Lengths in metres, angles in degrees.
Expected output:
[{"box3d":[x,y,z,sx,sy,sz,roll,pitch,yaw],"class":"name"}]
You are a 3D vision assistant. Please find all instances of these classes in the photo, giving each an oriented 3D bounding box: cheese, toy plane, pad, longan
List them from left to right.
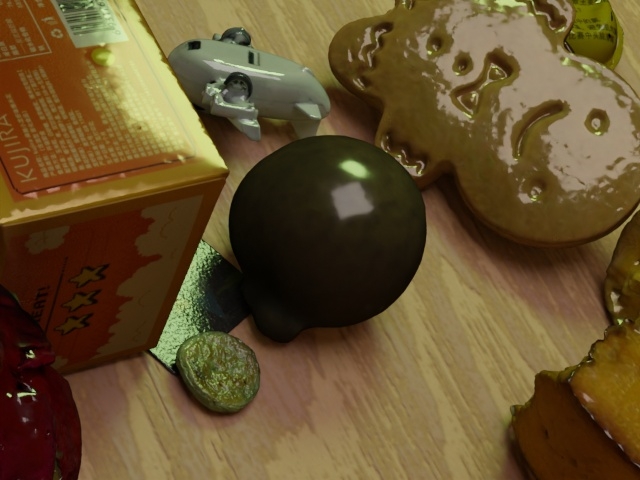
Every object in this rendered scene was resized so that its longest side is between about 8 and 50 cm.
[{"box3d":[-0.166,0.020,1.527,0.211,0.003,0.143,40,48,9],"class":"pad"},{"box3d":[-0.073,-0.154,1.660,0.174,0.080,0.174,17,30,-10],"class":"toy plane"},{"box3d":[0.000,0.000,1.526,0.184,0.159,0.204,26,84,16],"class":"longan"},{"box3d":[0.292,-0.217,1.893,0.156,0.064,0.250,-1,64,-25],"class":"cheese"}]

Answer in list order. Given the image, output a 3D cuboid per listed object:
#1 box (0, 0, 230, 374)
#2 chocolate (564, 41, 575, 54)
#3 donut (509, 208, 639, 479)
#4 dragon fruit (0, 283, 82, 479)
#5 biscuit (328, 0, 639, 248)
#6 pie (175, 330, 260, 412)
[{"box3d":[-0.252,-0.064,1.378,0.213,0.259,0.284,-12,59,-30],"class":"box"},{"box3d":[0.224,-0.163,1.781,0.127,0.124,0.133,-2,71,-41],"class":"chocolate"},{"box3d":[0.391,0.162,1.572,0.377,0.163,0.435,40,46,8],"class":"donut"},{"box3d":[-0.323,0.143,1.139,0.329,0.329,0.329,13,49,-16],"class":"dragon fruit"},{"box3d":[0.182,-0.142,1.701,0.275,0.052,0.355,-43,77,-9],"class":"biscuit"},{"box3d":[-0.090,0.117,1.471,0.084,0.021,0.084,16,48,-19],"class":"pie"}]
